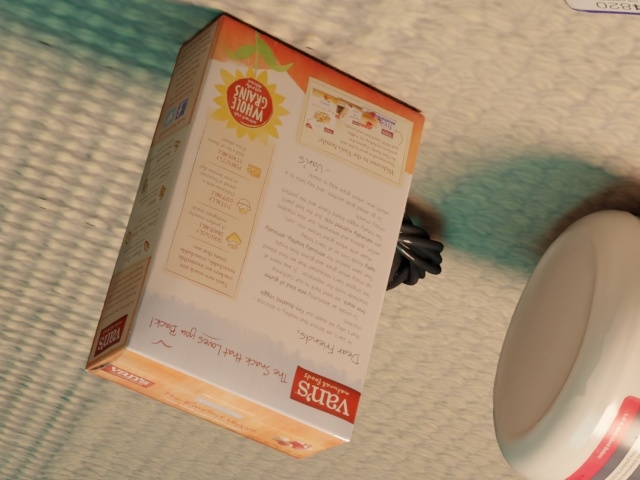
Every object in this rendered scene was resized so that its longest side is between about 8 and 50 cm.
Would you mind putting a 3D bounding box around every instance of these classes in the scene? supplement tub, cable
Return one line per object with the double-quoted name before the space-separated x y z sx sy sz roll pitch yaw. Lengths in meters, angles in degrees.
"supplement tub" 0.271 0.107 1.344 0.272 0.191 0.191 20 154 -13
"cable" 0.000 0.000 1.443 0.150 0.047 0.184 27 150 -36

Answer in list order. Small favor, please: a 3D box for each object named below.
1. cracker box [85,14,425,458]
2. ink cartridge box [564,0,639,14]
"cracker box" -0.037 -0.001 1.229 0.155 0.232 0.067 26 152 -22
"ink cartridge box" 0.207 -0.164 0.972 0.223 0.045 0.224 5 168 19
